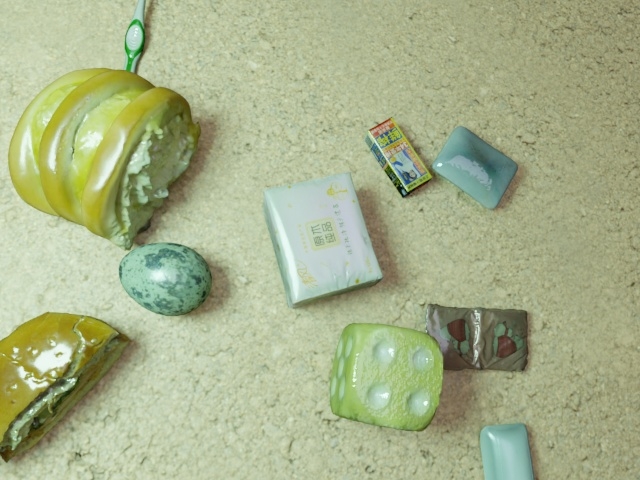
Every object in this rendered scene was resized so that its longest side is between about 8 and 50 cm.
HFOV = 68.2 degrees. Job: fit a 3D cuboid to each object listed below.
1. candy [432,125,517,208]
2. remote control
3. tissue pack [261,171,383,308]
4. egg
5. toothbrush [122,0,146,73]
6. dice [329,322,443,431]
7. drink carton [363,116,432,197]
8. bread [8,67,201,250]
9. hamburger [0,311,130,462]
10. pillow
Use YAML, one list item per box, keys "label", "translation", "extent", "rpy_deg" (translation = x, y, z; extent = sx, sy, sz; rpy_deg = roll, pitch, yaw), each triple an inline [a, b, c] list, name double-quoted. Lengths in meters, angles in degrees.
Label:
- label: "candy"
  translation: [0.354, -0.168, 1.077]
  extent: [0.174, 0.071, 0.138]
  rpy_deg: [35, 73, 0]
- label: "remote control"
  translation: [0.382, 0.514, 0.922]
  extent: [0.103, 0.051, 0.293]
  rpy_deg: [0, 77, -12]
- label: "tissue pack"
  translation: [0.000, 0.000, 0.939]
  extent: [0.185, 0.124, 0.225]
  rpy_deg: [-14, 79, -12]
- label: "egg"
  translation: [-0.284, 0.068, 0.863]
  extent: [0.172, 0.132, 0.132]
  rpy_deg: [14, 73, 5]
- label: "toothbrush"
  translation: [-0.399, -0.419, 1.010]
  extent: [0.042, 0.040, 0.417]
  rpy_deg: [9, 75, -13]
- label: "dice"
  translation: [0.116, 0.250, 0.875]
  extent: [0.166, 0.169, 0.169]
  rpy_deg: [13, 73, -7]
- label: "drink carton"
  translation: [0.171, -0.184, 1.055]
  extent: [0.071, 0.056, 0.165]
  rpy_deg: [-30, 83, -8]
- label: "bread"
  translation: [-0.389, -0.172, 0.854]
  extent: [0.270, 0.211, 0.315]
  rpy_deg: [31, 76, -2]
- label: "hamburger"
  translation: [-0.475, 0.223, 0.780]
  extent: [0.156, 0.144, 0.283]
  rpy_deg: [42, 74, 2]
- label: "pillow"
  translation: [0.328, 0.205, 0.992]
  extent: [0.248, 0.049, 0.135]
  rpy_deg: [4, 76, -14]
